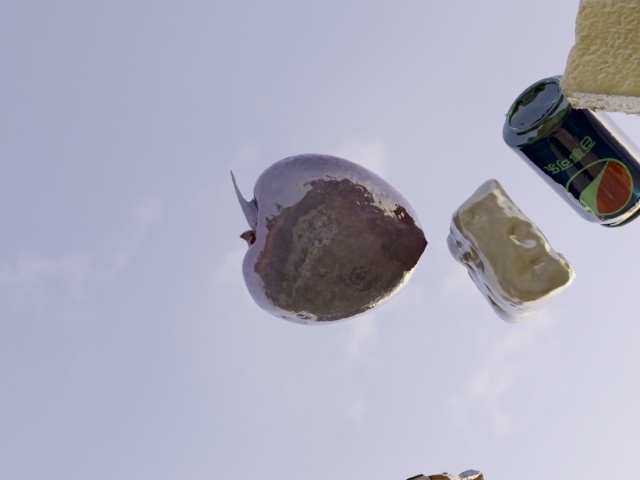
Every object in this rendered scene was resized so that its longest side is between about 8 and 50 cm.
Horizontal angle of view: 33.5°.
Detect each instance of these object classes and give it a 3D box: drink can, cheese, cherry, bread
[{"bbox_3d":[0.330,-0.110,1.346,0.205,0.118,0.118,38,-78,-27],"label":"drink can"},{"bbox_3d":[0.220,0.020,1.289,0.093,0.159,0.263,-34,-11,1],"label":"cheese"},{"bbox_3d":[0.000,0.000,1.322,0.266,0.183,0.213,7,-95,9],"label":"cherry"},{"bbox_3d":[0.343,-0.186,1.058,0.068,0.188,0.126,23,-100,-56],"label":"bread"}]

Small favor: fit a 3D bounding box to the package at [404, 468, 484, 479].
[{"bbox_3d":[0.087,0.457,1.561,0.311,0.221,0.165,-28,-43,27],"label":"package"}]
